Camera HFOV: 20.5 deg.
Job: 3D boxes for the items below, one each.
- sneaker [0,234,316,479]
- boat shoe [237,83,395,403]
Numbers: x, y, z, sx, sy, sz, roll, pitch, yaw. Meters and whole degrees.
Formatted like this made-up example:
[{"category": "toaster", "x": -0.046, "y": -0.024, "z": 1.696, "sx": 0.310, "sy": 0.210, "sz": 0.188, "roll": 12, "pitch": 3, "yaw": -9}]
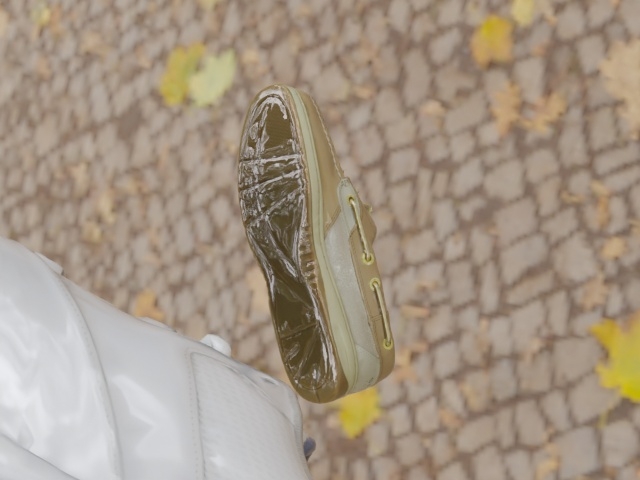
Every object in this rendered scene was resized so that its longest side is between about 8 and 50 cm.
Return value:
[{"category": "sneaker", "x": -0.081, "y": 0.063, "z": 0.530, "sx": 0.297, "sy": 0.129, "sz": 0.111, "roll": 43, "pitch": 132, "yaw": 36}, {"category": "boat shoe", "x": 0.000, "y": 0.000, "z": 0.751, "sx": 0.050, "sy": 0.045, "sz": 0.135, "roll": -12, "pitch": 87, "yaw": 49}]
